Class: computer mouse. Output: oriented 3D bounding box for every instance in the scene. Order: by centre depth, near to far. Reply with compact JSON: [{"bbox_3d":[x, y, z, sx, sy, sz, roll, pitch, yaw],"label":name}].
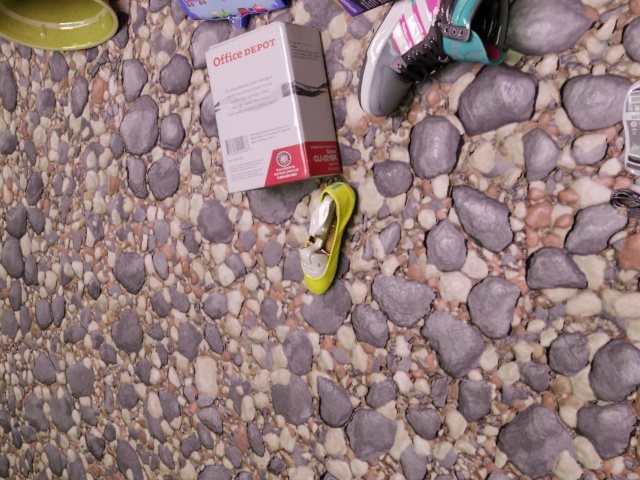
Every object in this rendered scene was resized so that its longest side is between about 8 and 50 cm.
[{"bbox_3d":[0.455,-0.124,0.882,0.106,0.042,0.193,7,108,39],"label":"computer mouse"}]

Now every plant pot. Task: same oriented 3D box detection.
[{"bbox_3d":[-0.596,-0.598,1.422,0.275,0.276,0.254,-13,79,36],"label":"plant pot"}]

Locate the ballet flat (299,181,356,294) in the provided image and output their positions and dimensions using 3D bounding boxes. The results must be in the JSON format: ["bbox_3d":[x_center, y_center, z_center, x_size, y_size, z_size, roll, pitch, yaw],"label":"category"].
[{"bbox_3d":[0.000,0.000,1.197,0.077,0.077,0.231,29,114,27],"label":"ballet flat"}]

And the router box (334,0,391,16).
[{"bbox_3d":[0.127,-0.521,0.957,0.242,0.081,0.309,-11,71,36],"label":"router box"}]

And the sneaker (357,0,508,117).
[{"bbox_3d":[0.187,-0.294,0.995,0.178,0.123,0.296,43,119,32],"label":"sneaker"}]

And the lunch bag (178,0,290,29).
[{"bbox_3d":[-0.191,-0.527,1.177,0.220,0.138,0.293,2,129,28],"label":"lunch bag"}]

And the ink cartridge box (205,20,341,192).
[{"bbox_3d":[-0.089,-0.239,1.195,0.196,0.114,0.273,-7,95,36],"label":"ink cartridge box"}]
